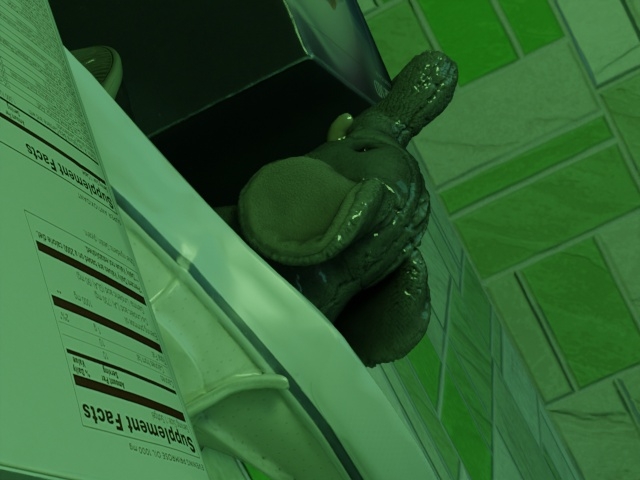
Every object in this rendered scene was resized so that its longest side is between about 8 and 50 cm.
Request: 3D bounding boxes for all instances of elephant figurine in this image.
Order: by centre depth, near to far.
[{"bbox_3d":[0.000,0.000,0.990,0.186,0.239,0.169,66,12,6],"label":"elephant figurine"}]

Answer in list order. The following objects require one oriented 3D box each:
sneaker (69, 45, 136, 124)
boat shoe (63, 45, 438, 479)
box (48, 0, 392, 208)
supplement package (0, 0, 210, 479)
[{"bbox_3d":[-0.138,-0.024,0.891,0.222,0.083,0.118,-102,177,-59],"label":"sneaker"},{"bbox_3d":[-0.105,0.044,0.712,0.367,0.156,0.136,48,-11,-18],"label":"boat shoe"},{"bbox_3d":[-0.089,-0.193,1.159,0.294,0.183,0.296,68,13,11],"label":"box"},{"bbox_3d":[-0.166,0.004,0.386,0.203,0.194,0.149,68,13,21],"label":"supplement package"}]
